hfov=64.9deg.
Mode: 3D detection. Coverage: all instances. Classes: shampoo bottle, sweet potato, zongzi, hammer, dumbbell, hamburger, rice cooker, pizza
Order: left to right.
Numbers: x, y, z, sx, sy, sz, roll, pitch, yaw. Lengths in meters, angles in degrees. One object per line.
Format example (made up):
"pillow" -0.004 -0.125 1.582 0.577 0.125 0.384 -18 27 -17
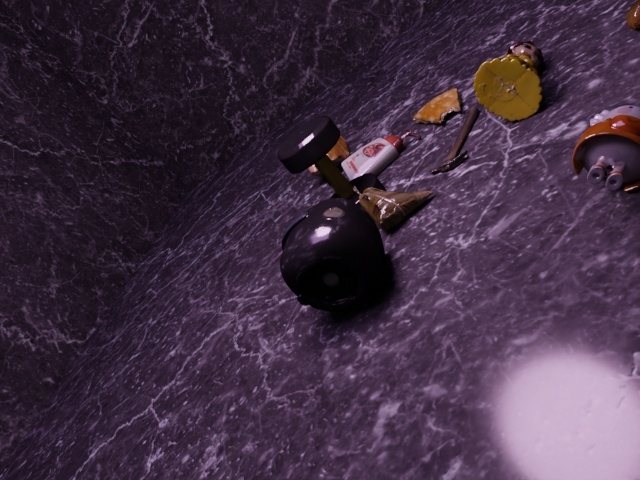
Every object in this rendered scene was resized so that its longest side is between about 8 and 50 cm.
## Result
"hamburger" 0.021 -0.374 2.109 0.155 0.245 0.282 -37 -21 25
"dumbbell" 0.038 -0.211 1.582 0.204 0.322 0.203 -34 24 18
"rice cooker" 0.031 0.043 1.255 0.267 0.267 0.224 -31 29 25
"shampoo bottle" 0.214 -0.306 1.782 0.284 0.071 0.153 -36 41 9
"zongzi" 0.208 -0.131 1.455 0.178 0.081 0.189 -35 42 0
"pizza" 0.433 -0.466 1.775 0.181 0.034 0.262 -40 23 6
"hammer" 0.425 -0.311 1.528 0.125 0.027 0.297 -15 34 48
"sweet potato" 0.883 -0.644 1.350 0.081 0.062 0.233 -11 35 53

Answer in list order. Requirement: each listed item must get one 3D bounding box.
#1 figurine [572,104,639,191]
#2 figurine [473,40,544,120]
"figurine" 0.571 -0.180 0.960 0.143 0.143 0.271 -21 11 40
"figurine" 0.576 -0.497 1.460 0.188 0.167 0.315 22 46 18
